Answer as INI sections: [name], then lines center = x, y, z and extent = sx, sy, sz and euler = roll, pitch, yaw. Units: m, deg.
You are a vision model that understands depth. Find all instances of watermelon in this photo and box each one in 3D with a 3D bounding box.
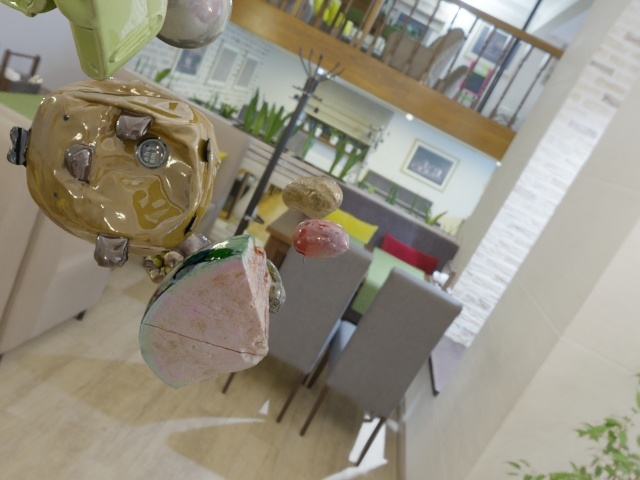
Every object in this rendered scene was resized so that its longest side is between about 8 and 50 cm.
[watermelon]
center = -0.234, 0.117, 1.138
extent = 0.291, 0.319, 0.222
euler = -12, 39, 11

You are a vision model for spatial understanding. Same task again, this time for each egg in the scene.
[egg]
center = -0.149, -0.266, 0.601
extent = 0.103, 0.103, 0.135
euler = 24, 11, -12

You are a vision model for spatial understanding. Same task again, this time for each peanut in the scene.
[peanut]
center = -0.026, -0.108, 1.370
extent = 0.095, 0.108, 0.225
euler = -29, 23, -27

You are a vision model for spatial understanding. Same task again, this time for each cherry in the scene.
[cherry]
center = 0.003, -0.003, 1.155
extent = 0.126, 0.087, 0.106
euler = -8, -10, 19

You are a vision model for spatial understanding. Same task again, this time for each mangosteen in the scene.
[mangosteen]
center = -0.423, 0.057, 1.578
extent = 0.192, 0.192, 0.217
euler = 38, 19, 34

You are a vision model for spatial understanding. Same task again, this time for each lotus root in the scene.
[lotus root]
center = -0.132, 0.109, 1.307
extent = 0.080, 0.089, 0.179
euler = -17, 39, -8

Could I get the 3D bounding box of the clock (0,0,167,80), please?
[clock]
center = -0.251, -0.279, 0.392
extent = 0.308, 0.096, 0.235
euler = 40, -19, -4

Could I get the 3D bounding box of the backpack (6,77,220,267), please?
[backpack]
center = -0.392, -0.135, 1.051
extent = 0.377, 0.354, 0.201
euler = 11, 4, 3
